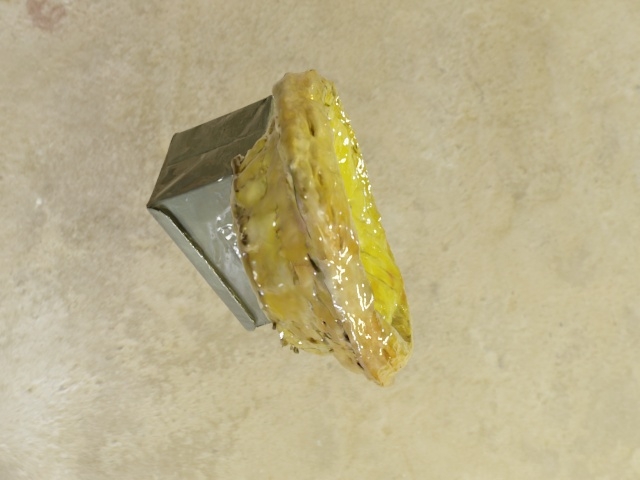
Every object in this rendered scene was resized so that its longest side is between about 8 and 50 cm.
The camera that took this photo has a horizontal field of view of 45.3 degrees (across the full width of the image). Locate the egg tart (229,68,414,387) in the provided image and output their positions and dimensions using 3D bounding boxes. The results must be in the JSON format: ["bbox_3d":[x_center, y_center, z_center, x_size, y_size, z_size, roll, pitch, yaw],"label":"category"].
[{"bbox_3d":[0.000,0.000,0.447,0.074,0.191,0.191,-19,84,10],"label":"egg tart"}]

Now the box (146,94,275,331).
[{"bbox_3d":[-0.076,-0.026,0.942,0.231,0.149,0.155,57,25,-34],"label":"box"}]
